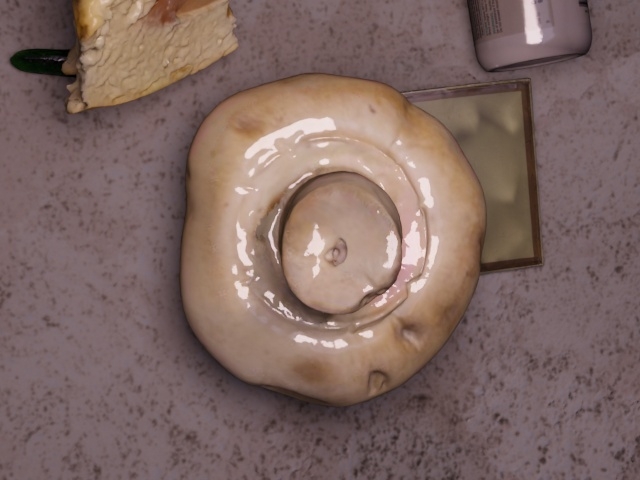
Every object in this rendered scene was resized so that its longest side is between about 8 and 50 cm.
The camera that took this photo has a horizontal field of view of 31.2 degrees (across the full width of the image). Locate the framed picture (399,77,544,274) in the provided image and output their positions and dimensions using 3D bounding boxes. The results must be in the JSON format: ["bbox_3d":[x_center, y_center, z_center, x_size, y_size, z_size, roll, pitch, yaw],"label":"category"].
[{"bbox_3d":[0.176,-0.069,1.354,0.173,0.010,0.231,-7,100,-9],"label":"framed picture"}]

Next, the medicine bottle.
[{"bbox_3d":[0.232,-0.310,1.316,0.135,0.135,0.215,-10,92,-11],"label":"medicine bottle"}]

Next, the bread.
[{"bbox_3d":[-0.229,-0.267,1.192,0.211,0.183,0.224,37,55,20],"label":"bread"}]

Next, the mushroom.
[{"bbox_3d":[-0.008,-0.009,1.205,0.325,0.353,0.353,38,82,25],"label":"mushroom"}]

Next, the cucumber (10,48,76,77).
[{"bbox_3d":[-0.251,-0.200,1.275,0.184,0.033,0.036,-4,117,-11],"label":"cucumber"}]

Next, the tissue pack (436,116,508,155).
[{"bbox_3d":[0.171,-0.137,1.363,0.108,0.023,0.056,12,91,-11],"label":"tissue pack"}]
